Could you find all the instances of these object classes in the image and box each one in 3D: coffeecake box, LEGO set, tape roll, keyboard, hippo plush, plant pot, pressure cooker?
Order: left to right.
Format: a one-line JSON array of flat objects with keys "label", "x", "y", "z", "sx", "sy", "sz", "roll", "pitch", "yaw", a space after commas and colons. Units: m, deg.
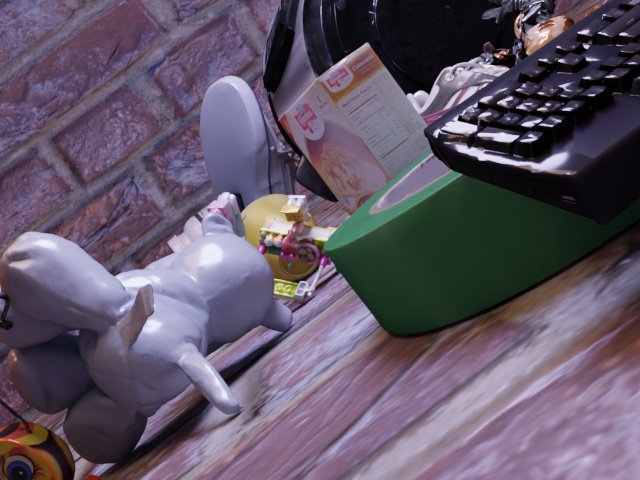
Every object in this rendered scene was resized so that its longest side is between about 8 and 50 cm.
[{"label": "hippo plush", "x": -0.168, "y": 0.054, "z": 0.859, "sx": 0.294, "sy": 0.234, "sz": 0.236, "roll": -33, "pitch": 6, "yaw": 43}, {"label": "plant pot", "x": -0.051, "y": 0.008, "z": 1.241, "sx": 0.134, "sy": 0.134, "sz": 0.095, "roll": -38, "pitch": 30, "yaw": -13}, {"label": "LEGO set", "x": 0.000, "y": 0.000, "z": 0.998, "sx": 0.287, "sy": 0.132, "sz": 0.107, "roll": -8, "pitch": 36, "yaw": 28}, {"label": "coffeecake box", "x": 0.054, "y": -0.081, "z": 0.842, "sx": 0.068, "sy": 0.185, "sz": 0.142, "roll": -38, "pitch": 4, "yaw": -18}, {"label": "pressure cooker", "x": 0.103, "y": -0.268, "z": 1.337, "sx": 0.369, "sy": 0.376, "sz": 0.420, "roll": -19, "pitch": -1, "yaw": -15}, {"label": "tape roll", "x": 0.151, "y": -0.061, "z": 0.596, "sx": 0.321, "sy": 0.077, "sz": 0.321, "roll": -37, "pitch": 4, "yaw": 3}, {"label": "keyboard", "x": 0.211, "y": -0.106, "z": 0.383, "sx": 0.317, "sy": 0.033, "sz": 0.201, "roll": -36, "pitch": 34, "yaw": -19}]

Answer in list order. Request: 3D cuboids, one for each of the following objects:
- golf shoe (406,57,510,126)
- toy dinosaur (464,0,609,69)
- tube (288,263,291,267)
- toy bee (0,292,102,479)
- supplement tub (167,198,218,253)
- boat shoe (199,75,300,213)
[{"label": "golf shoe", "x": 0.181, "y": -0.151, "z": 0.927, "sx": 0.105, "sy": 0.120, "sz": 0.273, "roll": -16, "pitch": -7, "yaw": -36}, {"label": "toy dinosaur", "x": 0.288, "y": -0.219, "z": 1.043, "sx": 0.321, "sy": 0.164, "sz": 0.218, "roll": -16, "pitch": 27, "yaw": 21}, {"label": "tube", "x": -0.090, "y": 0.066, "z": 1.372, "sx": 0.207, "sy": 0.052, "sz": 0.080, "roll": -44, "pitch": 3, "yaw": -10}, {"label": "toy bee", "x": -0.288, "y": 0.228, "z": 0.754, "sx": 0.298, "sy": 0.162, "sz": 0.195, "roll": -62, "pitch": 0, "yaw": 28}, {"label": "supplement tub", "x": -0.170, "y": -0.011, "z": 1.831, "sx": 0.272, "sy": 0.191, "sz": 0.191, "roll": -38, "pitch": 4, "yaw": -8}, {"label": "boat shoe", "x": -0.091, "y": -0.116, "z": 1.479, "sx": 0.135, "sy": 0.367, "sz": 0.156, "roll": 3, "pitch": 25, "yaw": 38}]
